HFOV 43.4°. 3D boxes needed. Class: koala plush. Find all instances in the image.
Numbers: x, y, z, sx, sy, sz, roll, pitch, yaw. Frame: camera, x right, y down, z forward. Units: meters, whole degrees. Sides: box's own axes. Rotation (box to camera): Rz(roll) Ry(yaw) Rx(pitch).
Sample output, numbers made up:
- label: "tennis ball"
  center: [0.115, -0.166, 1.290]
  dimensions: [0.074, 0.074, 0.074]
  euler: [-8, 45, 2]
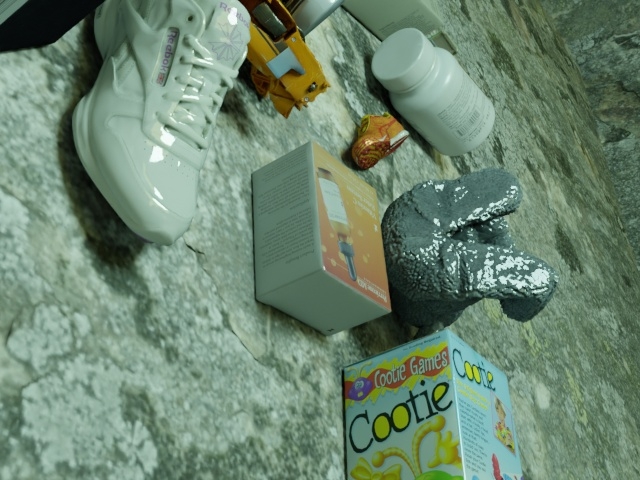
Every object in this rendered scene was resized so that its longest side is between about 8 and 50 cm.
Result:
- label: "koala plush"
  center: [0.150, 0.043, 1.032]
  dimensions: [0.203, 0.221, 0.196]
  euler: [-5, 62, -15]

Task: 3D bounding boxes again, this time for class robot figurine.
- label: "robot figurine"
  center: [-0.110, -0.277, 0.894]
  dimensions: [0.291, 0.085, 0.211]
  euler: [48, 2, -27]

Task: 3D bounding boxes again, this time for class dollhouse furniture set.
- label: "dollhouse furniture set"
  center: [0.204, -0.419, 1.585]
  dimensions: [0.151, 0.076, 0.059]
  euler: [44, 36, -32]

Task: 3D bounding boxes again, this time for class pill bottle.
- label: "pill bottle"
  center: [0.192, -0.254, 1.378]
  dimensions: [0.229, 0.131, 0.131]
  euler: [36, 40, -42]

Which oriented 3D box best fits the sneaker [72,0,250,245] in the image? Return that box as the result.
- label: "sneaker"
  center: [-0.136, -0.144, 0.723]
  dimensions: [0.114, 0.152, 0.305]
  euler: [30, 45, -49]

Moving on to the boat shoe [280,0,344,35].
- label: "boat shoe"
  center: [-0.024, -0.347, 1.076]
  dimensions: [0.105, 0.113, 0.306]
  euler: [46, 20, -16]

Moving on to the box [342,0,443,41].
- label: "box"
  center: [0.095, -0.443, 1.386]
  dimensions: [0.275, 0.113, 0.094]
  euler: [27, 46, -51]

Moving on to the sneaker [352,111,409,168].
- label: "sneaker"
  center: [0.075, -0.151, 1.195]
  dimensions: [0.067, 0.064, 0.175]
  euler: [45, 24, 4]

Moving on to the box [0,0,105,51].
- label: "box"
  center: [-0.307, -0.289, 0.519]
  dimensions: [0.312, 0.179, 0.343]
  euler: [60, 29, -7]

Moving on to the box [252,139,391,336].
- label: "box"
  center: [0.000, 0.000, 0.901]
  dimensions: [0.130, 0.091, 0.170]
  euler: [33, 42, -45]

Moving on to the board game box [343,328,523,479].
- label: "board game box"
  center: [0.123, 0.261, 0.850]
  dimensions: [0.144, 0.142, 0.275]
  euler: [38, 39, -40]
